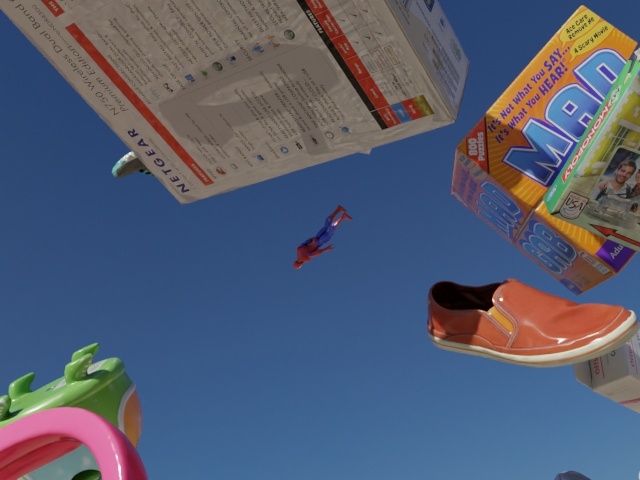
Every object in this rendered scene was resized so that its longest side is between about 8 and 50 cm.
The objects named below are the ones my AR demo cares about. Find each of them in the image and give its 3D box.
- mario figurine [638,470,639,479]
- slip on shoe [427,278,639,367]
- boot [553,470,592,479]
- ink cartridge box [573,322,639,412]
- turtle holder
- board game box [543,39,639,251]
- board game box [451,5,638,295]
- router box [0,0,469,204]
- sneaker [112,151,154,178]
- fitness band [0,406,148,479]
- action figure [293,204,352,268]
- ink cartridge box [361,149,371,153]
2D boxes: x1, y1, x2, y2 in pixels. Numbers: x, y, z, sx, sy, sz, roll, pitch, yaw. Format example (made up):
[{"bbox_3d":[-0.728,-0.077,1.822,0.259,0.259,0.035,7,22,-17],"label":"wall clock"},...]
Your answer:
[{"bbox_3d":[0.486,0.262,0.819,0.198,0.170,0.320,-21,-36,-14],"label":"mario figurine"},{"bbox_3d":[0.289,0.110,1.098,0.331,0.101,0.123,1,25,45],"label":"slip on shoe"},{"bbox_3d":[0.507,0.433,1.237,0.095,0.258,0.123,0,-65,-39],"label":"boot"},{"bbox_3d":[0.463,0.182,1.139,0.198,0.115,0.067,26,-42,-27],"label":"ink cartridge box"},{"bbox_3d":[-0.462,0.344,1.311,0.320,0.227,0.243,-29,6,-32],"label":"turtle holder"},{"bbox_3d":[0.428,-0.064,0.785,0.317,0.046,0.213,21,-61,-6],"label":"board game box"},{"bbox_3d":[0.512,-0.153,1.492,0.356,0.356,0.356,-49,-13,-3],"label":"board game box"},{"bbox_3d":[-0.092,-0.198,0.590,0.301,0.082,0.335,-12,-49,33],"label":"router box"},{"bbox_3d":[-0.267,-0.129,1.276,0.166,0.076,0.065,-25,8,-26],"label":"sneaker"},{"bbox_3d":[-0.267,0.260,0.631,0.291,0.209,0.054,-31,-45,11],"label":"fitness band"},{"bbox_3d":[0.000,0.000,1.127,0.115,0.038,0.030,-44,-45,10],"label":"action figure"},{"bbox_3d":[0.049,-0.234,1.420,0.099,0.056,0.135,12,-33,19],"label":"ink cartridge box"}]
